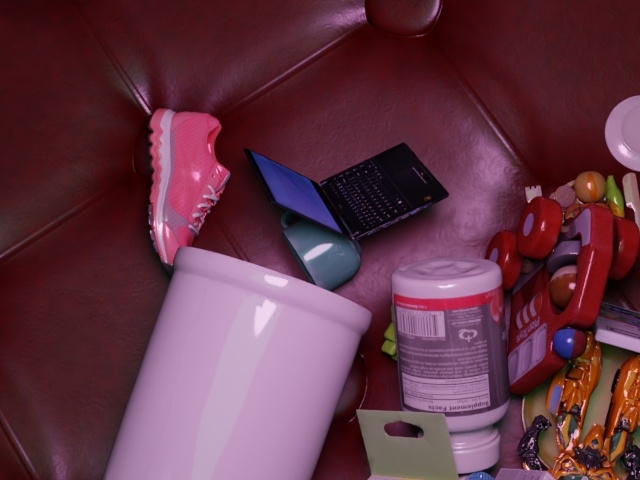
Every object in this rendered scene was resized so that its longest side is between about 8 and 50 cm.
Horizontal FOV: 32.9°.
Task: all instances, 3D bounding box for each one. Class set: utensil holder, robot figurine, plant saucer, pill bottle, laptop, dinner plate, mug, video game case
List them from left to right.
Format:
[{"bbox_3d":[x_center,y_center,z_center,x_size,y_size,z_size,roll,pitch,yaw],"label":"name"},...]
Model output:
[{"bbox_3d":[-0.132,0.244,1.694,0.328,0.327,0.385,18,83,7],"label":"utensil holder"},{"bbox_3d":[0.003,0.003,1.825,0.097,0.129,0.157,-31,88,-4],"label":"mug"},{"bbox_3d":[0.038,-0.113,1.783,0.264,0.234,0.136,-25,120,-2],"label":"laptop"},{"bbox_3d":[0.152,0.149,1.819,0.101,0.067,0.115,39,81,-17],"label":"robot figurine"},{"bbox_3d":[0.209,0.197,1.716,0.176,0.176,0.318,-5,101,3],"label":"pill bottle"},{"bbox_3d":[0.434,0.298,1.723,0.211,0.085,0.291,16,80,8],"label":"robot figurine"},{"bbox_3d":[0.452,0.286,1.787,0.241,0.037,0.240,-1,79,3],"label":"plant saucer"},{"bbox_3d":[0.568,-0.188,1.889,0.141,0.017,0.141,-1,77,2],"label":"dinner plate"},{"bbox_3d":[0.533,0.153,1.738,0.201,0.183,0.023,16,104,6],"label":"video game case"}]

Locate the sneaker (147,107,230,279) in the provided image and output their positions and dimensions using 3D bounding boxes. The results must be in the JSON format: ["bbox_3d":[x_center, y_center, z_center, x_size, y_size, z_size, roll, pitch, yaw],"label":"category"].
[{"bbox_3d":[-0.223,-0.084,1.868,0.136,0.116,0.313,-3,78,2],"label":"sneaker"}]

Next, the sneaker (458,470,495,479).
[{"bbox_3d":[0.284,0.463,1.739,0.087,0.092,0.228,-42,99,-32],"label":"sneaker"}]

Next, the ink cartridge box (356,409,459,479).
[{"bbox_3d":[0.138,0.384,1.692,0.171,0.056,0.235,-4,109,37],"label":"ink cartridge box"}]

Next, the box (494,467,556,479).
[{"bbox_3d":[0.346,0.455,1.660,0.203,0.103,0.114,47,61,-19],"label":"box"}]

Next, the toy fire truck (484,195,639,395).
[{"bbox_3d":[0.372,0.088,1.696,0.169,0.302,0.253,14,62,-11],"label":"toy fire truck"}]

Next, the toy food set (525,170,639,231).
[{"bbox_3d":[0.457,-0.053,1.855,0.192,0.038,0.132,-8,78,2],"label":"toy food set"}]
